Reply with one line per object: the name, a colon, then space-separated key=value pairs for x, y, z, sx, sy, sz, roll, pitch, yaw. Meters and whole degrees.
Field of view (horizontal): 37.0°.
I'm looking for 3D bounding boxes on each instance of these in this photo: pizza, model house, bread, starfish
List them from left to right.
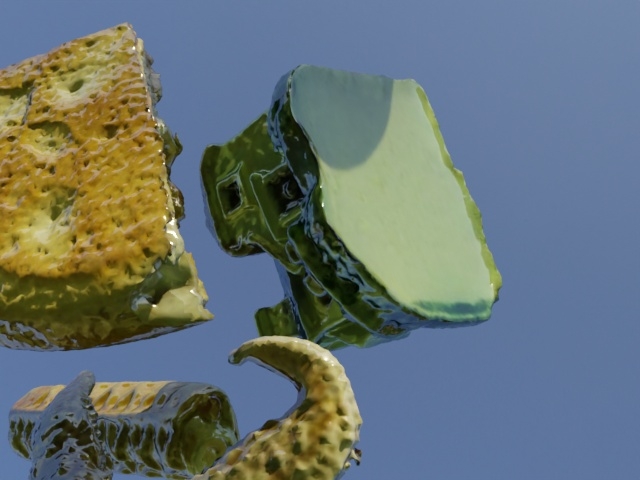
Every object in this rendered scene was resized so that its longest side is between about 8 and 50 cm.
pizza: x=-0.219 y=-0.010 z=0.656 sx=0.268 sy=0.087 sz=0.257 roll=-18 pitch=-131 yaw=3
starfish: x=-0.167 y=0.210 z=0.626 sx=0.432 sy=0.082 sz=0.324 roll=-18 pitch=-132 yaw=41
bread: x=-0.199 y=0.177 z=0.908 sx=0.368 sy=0.077 sz=0.084 roll=-11 pitch=-100 yaw=49
model house: x=0.000 y=0.000 z=0.758 sx=0.189 sy=0.195 sz=0.214 roll=-30 pitch=-103 yaw=39
